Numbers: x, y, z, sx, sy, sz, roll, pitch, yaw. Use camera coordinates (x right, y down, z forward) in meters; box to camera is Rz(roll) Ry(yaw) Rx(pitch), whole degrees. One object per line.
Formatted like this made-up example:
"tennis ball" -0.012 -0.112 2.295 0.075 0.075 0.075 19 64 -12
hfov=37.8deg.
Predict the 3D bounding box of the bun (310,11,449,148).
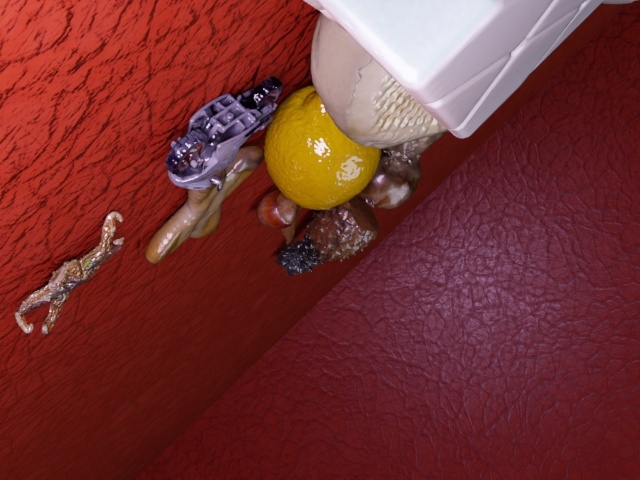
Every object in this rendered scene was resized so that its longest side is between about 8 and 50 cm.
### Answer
"bun" 0.140 -0.299 1.247 0.364 0.202 0.364 -29 158 -13

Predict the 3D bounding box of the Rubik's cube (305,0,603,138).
"Rubik's cube" 0.098 -0.306 0.722 0.322 0.316 0.319 -46 170 10

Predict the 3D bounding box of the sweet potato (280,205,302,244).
"sweet potato" -0.039 -0.094 1.851 0.281 0.067 0.059 127 -30 -47

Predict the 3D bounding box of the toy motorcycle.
"toy motorcycle" -0.129 -0.137 1.252 0.215 0.080 0.122 -42 171 -35

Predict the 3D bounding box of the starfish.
"starfish" -0.341 0.040 1.296 0.209 0.053 0.150 -50 -179 16

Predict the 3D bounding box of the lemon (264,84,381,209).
"lemon" 0.003 -0.142 1.435 0.187 0.187 0.244 -39 155 -22

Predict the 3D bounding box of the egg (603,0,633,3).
"egg" 0.436 -0.497 1.385 0.345 0.283 0.283 -15 152 -53

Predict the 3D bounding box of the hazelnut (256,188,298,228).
"hazelnut" -0.083 -0.059 1.797 0.086 0.086 0.086 -42 170 -9

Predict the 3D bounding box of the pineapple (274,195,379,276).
"pineapple" 0.000 0.000 2.260 0.279 0.157 0.158 -34 174 22

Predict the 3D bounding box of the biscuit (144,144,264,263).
"biscuit" -0.182 -0.060 1.460 0.164 0.047 0.208 -30 164 -51

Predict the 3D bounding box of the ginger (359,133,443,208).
"ginger" 0.134 -0.232 1.558 0.375 0.176 0.256 94 13 -62
